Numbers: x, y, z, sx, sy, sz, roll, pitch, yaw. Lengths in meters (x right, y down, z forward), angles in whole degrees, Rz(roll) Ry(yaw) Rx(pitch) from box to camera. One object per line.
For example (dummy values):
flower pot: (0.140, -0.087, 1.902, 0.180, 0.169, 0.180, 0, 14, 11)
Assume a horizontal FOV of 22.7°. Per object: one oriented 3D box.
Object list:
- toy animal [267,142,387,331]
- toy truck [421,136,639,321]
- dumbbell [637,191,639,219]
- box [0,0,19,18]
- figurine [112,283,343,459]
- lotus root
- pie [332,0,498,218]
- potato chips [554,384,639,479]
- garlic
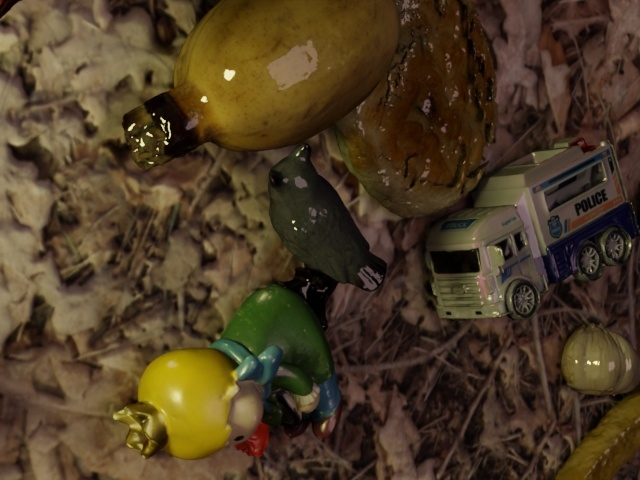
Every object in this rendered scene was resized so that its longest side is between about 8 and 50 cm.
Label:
toy animal: (0.001, -0.001, 1.618, 0.121, 0.117, 0.210, -50, 152, -19)
toy truck: (0.240, -0.011, 1.864, 0.268, 0.124, 0.155, -26, 104, -38)
dumbbell: (0.471, 0.034, 2.092, 0.092, 0.082, 0.230, -19, 107, -39)
box: (-0.260, -0.429, 1.282, 0.385, 0.122, 0.344, 49, 62, -5)
figurine: (-0.087, 0.169, 1.606, 0.234, 0.127, 0.185, -46, 130, -40)
lotus root: (-0.058, -0.166, 1.550, 0.310, 0.183, 0.182, -36, 117, -28)
pie: (0.112, -0.155, 1.781, 0.274, 0.055, 0.274, -10, 104, -45)
potato chips: (0.383, 0.267, 2.043, 0.407, 0.080, 0.057, -42, 135, -22)
garlic: (0.359, 0.155, 2.015, 0.113, 0.074, 0.094, 7, 100, -26)
